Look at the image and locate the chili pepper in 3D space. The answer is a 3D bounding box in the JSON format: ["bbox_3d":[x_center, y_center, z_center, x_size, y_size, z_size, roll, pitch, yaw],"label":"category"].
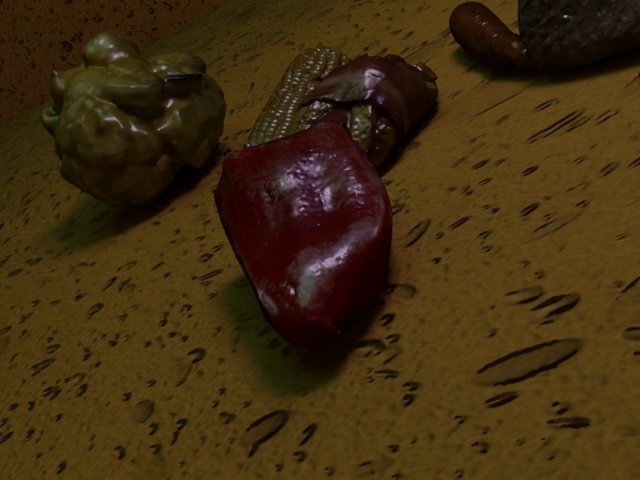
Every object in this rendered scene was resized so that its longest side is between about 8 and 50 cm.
[{"bbox_3d":[0.000,0.000,0.697,0.144,0.136,0.253,11,27,-20],"label":"chili pepper"}]

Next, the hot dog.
[{"bbox_3d":[0.046,-0.146,0.921,0.123,0.093,0.261,3,37,29],"label":"hot dog"}]

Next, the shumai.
[{"bbox_3d":[0.300,-0.263,0.857,0.153,0.161,0.209,-13,-30,-51],"label":"shumai"}]

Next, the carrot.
[{"bbox_3d":[0.198,-0.233,0.998,0.059,0.059,0.248,-27,25,5],"label":"carrot"}]

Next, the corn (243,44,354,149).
[{"bbox_3d":[-0.022,-0.152,1.039,0.097,0.097,0.320,-17,28,26],"label":"corn"}]

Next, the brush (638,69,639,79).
[{"bbox_3d":[0.336,-0.130,0.672,0.083,0.011,0.205,-28,23,0],"label":"brush"}]

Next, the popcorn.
[{"bbox_3d":[-0.256,-0.171,1.201,0.252,0.215,0.286,16,27,5],"label":"popcorn"}]
